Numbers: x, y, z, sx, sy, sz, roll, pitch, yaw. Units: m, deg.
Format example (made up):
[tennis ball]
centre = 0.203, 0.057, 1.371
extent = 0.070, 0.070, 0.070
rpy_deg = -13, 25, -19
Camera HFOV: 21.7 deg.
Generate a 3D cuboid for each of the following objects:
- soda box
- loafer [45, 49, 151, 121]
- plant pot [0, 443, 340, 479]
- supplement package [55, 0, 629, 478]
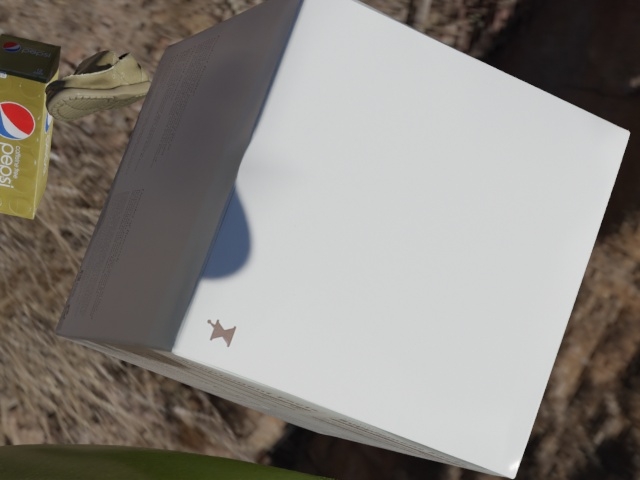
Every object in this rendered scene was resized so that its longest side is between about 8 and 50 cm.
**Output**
[soda box]
centre = -0.298, -0.110, 1.643
extent = 0.061, 0.058, 0.181
rpy_deg = 12, 131, -2
[loafer]
centre = -0.208, -0.143, 1.522
extent = 0.056, 0.148, 0.050
rpy_deg = -27, 86, 24
[plant pot]
centre = -0.125, 0.215, 0.845
extent = 0.275, 0.294, 0.274
rpy_deg = -16, 112, -44
[supplement package]
centre = 0.000, 0.000, 0.944
extent = 0.198, 0.263, 0.199
rpy_deg = 23, 81, -19
